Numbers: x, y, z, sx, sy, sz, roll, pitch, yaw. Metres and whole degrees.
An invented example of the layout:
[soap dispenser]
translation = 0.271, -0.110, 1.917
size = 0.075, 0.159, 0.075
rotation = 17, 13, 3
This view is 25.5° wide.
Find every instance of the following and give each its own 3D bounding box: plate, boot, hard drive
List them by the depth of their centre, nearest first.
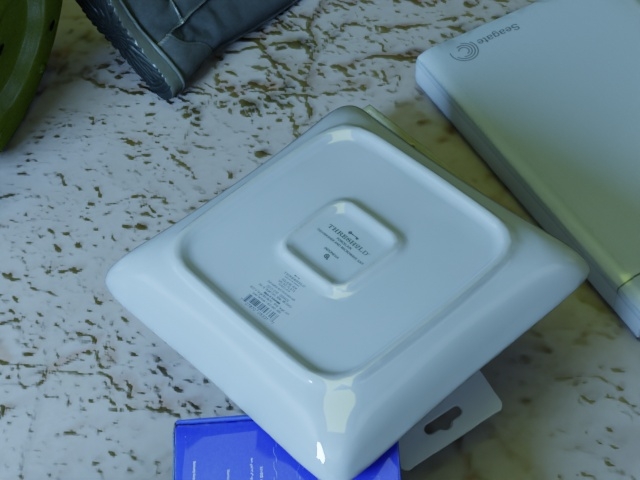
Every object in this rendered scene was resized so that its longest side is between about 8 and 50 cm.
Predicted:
[plate]
translation = 0.016, 0.016, 1.081
size = 0.278, 0.045, 0.277
rotation = -37, 55, -24
[hard drive]
translation = 0.278, -0.094, 1.293
size = 0.233, 0.047, 0.353
rotation = -25, 54, -16
[boot]
translation = -0.128, -0.263, 1.387
size = 0.208, 0.189, 0.076
rotation = -46, 24, -20

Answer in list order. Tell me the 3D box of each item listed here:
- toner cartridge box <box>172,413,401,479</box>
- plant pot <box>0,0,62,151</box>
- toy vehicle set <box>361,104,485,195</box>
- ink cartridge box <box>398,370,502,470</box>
[toner cartridge box]
translation = -0.017, 0.290, 0.961
size = 0.165, 0.075, 0.347
rotation = -4, 59, 4
[plant pot]
translation = -0.435, -0.228, 1.275
size = 0.353, 0.366, 0.366
rotation = 19, 55, 3
[toy vehicle set]
translation = 0.000, 0.000, 1.241
size = 0.267, 0.035, 0.166
rotation = -34, 58, -22
[ink cartridge box]
translation = 0.050, 0.089, 1.132
size = 0.104, 0.061, 0.181
rotation = -30, 79, -19
